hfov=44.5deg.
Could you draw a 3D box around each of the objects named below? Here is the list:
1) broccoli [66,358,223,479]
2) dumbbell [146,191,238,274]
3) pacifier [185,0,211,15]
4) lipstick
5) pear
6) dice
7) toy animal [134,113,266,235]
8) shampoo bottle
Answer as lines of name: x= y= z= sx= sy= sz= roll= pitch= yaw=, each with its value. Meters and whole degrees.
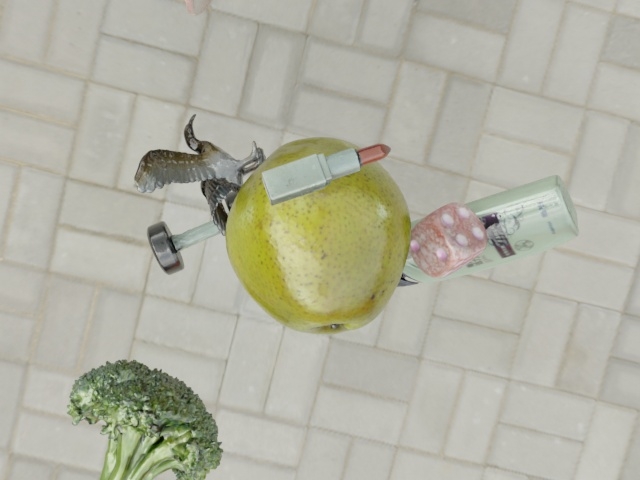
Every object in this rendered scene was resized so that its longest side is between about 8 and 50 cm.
broccoli: x=-0.317 y=0.352 z=1.451 sx=0.288 sy=0.235 sz=0.260 roll=26 pitch=115 yaw=29
dumbbell: x=-0.215 y=-0.016 z=1.445 sx=0.191 sy=0.100 sz=0.100 roll=-23 pitch=98 yaw=-3
pacifier: x=-0.157 y=-0.565 z=1.462 sx=0.273 sy=0.220 sz=0.332 roll=13 pitch=74 yaw=33
lipstick: x=0.009 y=-0.070 z=0.758 sx=0.129 sy=0.030 sz=0.030 roll=-20 pitch=82 yaw=-7
pear: x=0.000 y=0.000 z=1.149 sx=0.294 sy=0.294 sz=0.294 roll=-1 pitch=97 yaw=-4
dice: x=0.201 y=0.001 z=1.244 sx=0.093 sy=0.094 sz=0.091 roll=-24 pitch=73 yaw=-35
toy animal: x=-0.170 y=-0.125 z=1.308 sx=0.160 sy=0.272 sz=0.197 roll=-6 pitch=67 yaw=13
shampoo bottle: x=0.257 y=0.000 z=1.353 sx=0.359 sy=0.078 sz=0.134 roll=-19 pitch=125 yaw=26
